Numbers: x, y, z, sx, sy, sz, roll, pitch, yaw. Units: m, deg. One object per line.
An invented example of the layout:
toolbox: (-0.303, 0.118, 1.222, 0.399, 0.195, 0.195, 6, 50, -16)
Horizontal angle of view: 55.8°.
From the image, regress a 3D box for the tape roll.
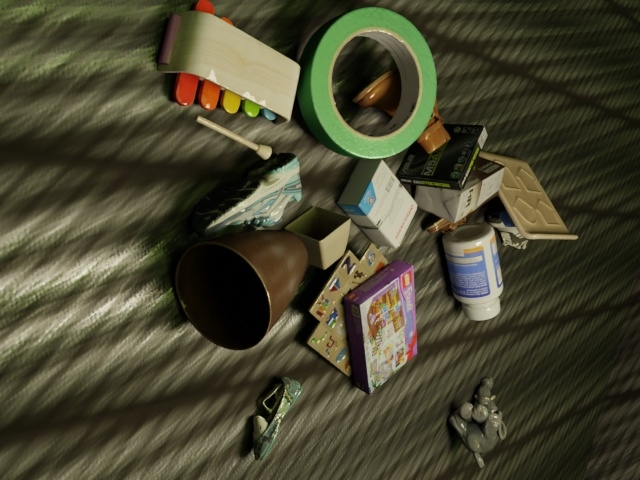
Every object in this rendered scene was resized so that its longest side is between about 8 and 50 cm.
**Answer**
tape roll: (0.106, -0.343, 1.336, 0.321, 0.077, 0.321, -5, 101, -25)

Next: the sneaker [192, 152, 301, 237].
sneaker: (-0.130, -0.068, 1.218, 0.283, 0.110, 0.122, -39, 124, -35)

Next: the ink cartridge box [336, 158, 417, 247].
ink cartridge box: (0.145, -0.091, 1.511, 0.191, 0.082, 0.139, 46, 64, -40)

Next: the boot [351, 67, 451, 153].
boot: (0.210, -0.308, 1.497, 0.283, 0.109, 0.220, -30, 93, -52)

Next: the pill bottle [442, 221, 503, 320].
pill bottle: (0.461, 0.096, 1.806, 0.152, 0.152, 0.272, -33, 118, -38)

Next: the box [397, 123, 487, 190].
box: (0.323, -0.226, 1.602, 0.191, 0.184, 0.045, -62, 142, -20)

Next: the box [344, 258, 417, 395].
box: (0.158, 0.219, 1.524, 0.201, 0.057, 0.293, -31, 128, -34)

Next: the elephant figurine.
elephant figurine: (0.529, 0.576, 1.946, 0.186, 0.169, 0.239, -58, 155, 15)

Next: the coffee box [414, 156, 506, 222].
coffee box: (0.393, -0.154, 1.698, 0.246, 0.141, 0.098, -28, 135, -39)

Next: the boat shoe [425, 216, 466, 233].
boat shoe: (0.371, -0.051, 1.749, 0.178, 0.064, 0.060, -26, 91, -43)

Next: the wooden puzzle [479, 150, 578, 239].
wooden puzzle: (0.621, -0.129, 1.892, 0.322, 0.080, 0.348, 1, 54, -45)

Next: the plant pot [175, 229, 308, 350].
plant pot: (-0.127, 0.065, 1.188, 0.230, 0.215, 0.215, -36, 120, -54)

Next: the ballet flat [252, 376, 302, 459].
ballet flat: (-0.112, 0.386, 1.332, 0.070, 0.070, 0.188, 50, 59, -37)

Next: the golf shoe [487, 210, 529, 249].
golf shoe: (0.643, -0.034, 2.014, 0.273, 0.105, 0.120, 7, 97, -45)

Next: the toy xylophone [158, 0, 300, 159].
toy xylophone: (-0.164, -0.301, 1.170, 0.322, 0.081, 0.236, 28, 75, -44)

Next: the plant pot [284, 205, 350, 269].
plant pot: (0.000, 0.000, 1.364, 0.109, 0.109, 0.096, -38, 133, -36)

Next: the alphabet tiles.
alphabet tiles: (0.096, 0.175, 1.490, 0.285, 0.011, 0.342, -57, 139, -13)
